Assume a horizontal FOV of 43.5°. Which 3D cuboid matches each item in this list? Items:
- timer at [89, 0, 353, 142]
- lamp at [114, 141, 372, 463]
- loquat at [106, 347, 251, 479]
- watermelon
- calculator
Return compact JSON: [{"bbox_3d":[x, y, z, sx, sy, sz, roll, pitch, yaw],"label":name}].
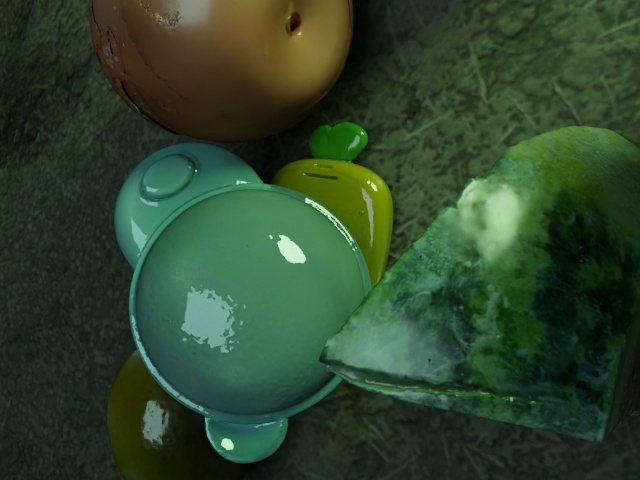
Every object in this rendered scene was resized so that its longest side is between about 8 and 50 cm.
[{"bbox_3d":[-0.092,-0.205,0.740,0.214,0.229,0.230,16,96,40],"label":"timer"},{"bbox_3d":[-0.075,0.034,0.714,0.209,0.147,0.284,-32,59,-11],"label":"lamp"},{"bbox_3d":[-0.133,0.164,0.792,0.152,0.152,0.195,2,87,31],"label":"loquat"},{"bbox_3d":[0.147,0.045,0.610,0.193,0.310,0.232,13,132,31],"label":"watermelon"},{"bbox_3d":[0.000,0.000,0.788,0.146,0.032,0.235,9,94,31],"label":"calculator"}]
